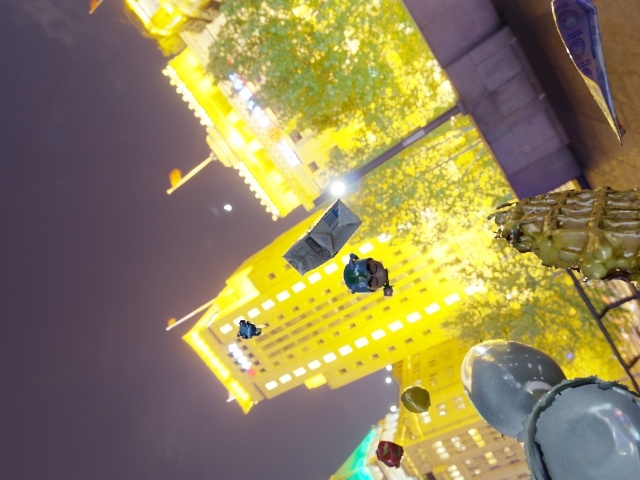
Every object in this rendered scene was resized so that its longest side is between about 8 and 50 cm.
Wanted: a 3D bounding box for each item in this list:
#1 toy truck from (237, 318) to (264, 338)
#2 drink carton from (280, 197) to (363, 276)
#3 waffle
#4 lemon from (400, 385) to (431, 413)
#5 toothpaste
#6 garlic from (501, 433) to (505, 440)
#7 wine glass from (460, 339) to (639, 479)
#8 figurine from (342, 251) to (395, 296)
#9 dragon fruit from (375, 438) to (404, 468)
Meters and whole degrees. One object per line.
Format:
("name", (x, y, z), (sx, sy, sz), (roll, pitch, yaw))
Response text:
("toy truck", (-0.211, 0.281, 1.318), (0.090, 0.073, 0.056), (13, -96, -36))
("drink carton", (0.000, 0.000, 1.552), (0.132, 0.324, 0.194), (45, -117, -5))
("waffle", (0.503, -0.021, 0.693), (0.382, 0.379, 0.095), (-134, 36, -68))
("lemon", (0.232, 0.383, 1.010), (0.092, 0.065, 0.065), (23, -145, -22))
("toothpaste", (0.454, -0.305, 0.702), (0.301, 0.048, 0.075), (63, -163, -8))
("garlic", (0.642, 0.540, 1.381), (0.206, 0.128, 0.115), (-10, -138, -34))
("wine glass", (0.274, 0.209, 0.547), (0.144, 0.143, 0.321), (60, -177, 4))
("figurine", (0.141, 0.098, 1.170), (0.178, 0.144, 0.115), (18, -99, -75))
("dragon fruit", (0.201, 0.604, 1.182), (0.083, 0.060, 0.056), (42, -132, -10))
